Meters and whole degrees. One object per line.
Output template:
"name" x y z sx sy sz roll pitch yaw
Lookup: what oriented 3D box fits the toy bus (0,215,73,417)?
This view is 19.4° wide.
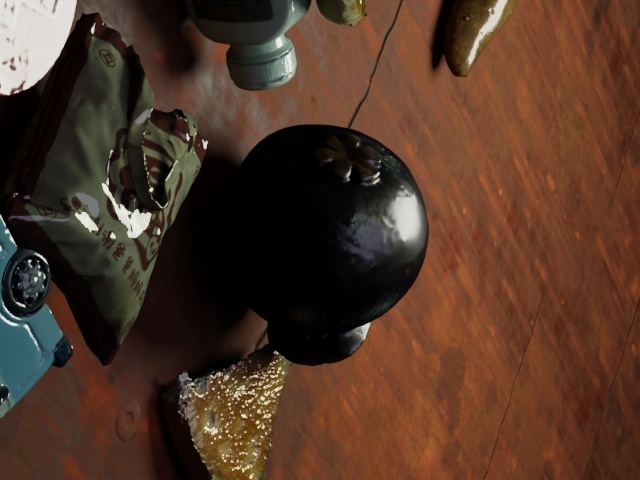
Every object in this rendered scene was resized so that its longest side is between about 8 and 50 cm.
"toy bus" -0.309 0.026 1.375 0.165 0.133 0.271 -53 136 -36

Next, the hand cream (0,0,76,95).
"hand cream" -0.282 -0.201 1.394 0.193 0.125 0.193 -15 107 -59

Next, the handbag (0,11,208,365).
"handbag" -0.183 -0.046 1.596 0.213 0.127 0.235 57 44 -46

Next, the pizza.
"pizza" -0.084 0.164 1.890 0.195 0.052 0.185 -53 131 -37

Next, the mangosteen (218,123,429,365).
"mangosteen" 0.000 0.000 1.870 0.243 0.243 0.243 -16 108 -60

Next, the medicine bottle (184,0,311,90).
"medicine bottle" -0.074 -0.256 1.767 0.083 0.121 0.229 -49 136 -47

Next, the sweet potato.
"sweet potato" 0.214 -0.334 2.313 0.097 0.097 0.292 28 71 -59

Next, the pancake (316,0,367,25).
"pancake" -0.006 -0.373 1.791 0.356 0.065 0.356 167 -90 -87
